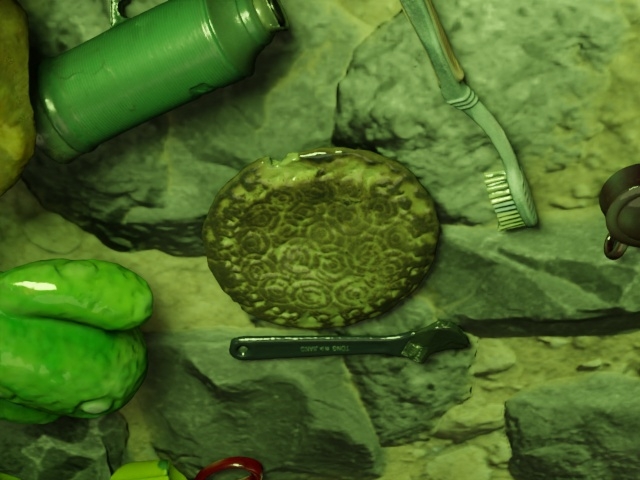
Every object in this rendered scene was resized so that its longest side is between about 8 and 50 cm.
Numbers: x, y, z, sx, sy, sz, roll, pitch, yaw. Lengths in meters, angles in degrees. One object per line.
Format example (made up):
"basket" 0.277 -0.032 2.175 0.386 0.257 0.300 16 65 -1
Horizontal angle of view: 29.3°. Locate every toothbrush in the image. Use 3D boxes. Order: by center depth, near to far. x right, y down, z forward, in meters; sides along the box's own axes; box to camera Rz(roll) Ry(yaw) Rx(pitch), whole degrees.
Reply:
"toothbrush" 0.080 -0.137 0.844 0.037 0.028 0.375 -14 131 22

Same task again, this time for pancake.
"pancake" 0.000 0.001 0.973 0.199 0.021 0.199 0 132 0

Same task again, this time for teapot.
"teapot" 0.247 -0.020 0.936 0.067 0.045 0.100 19 128 -14

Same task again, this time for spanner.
"spanner" 0.024 0.089 1.059 0.208 0.012 0.046 -1 131 2

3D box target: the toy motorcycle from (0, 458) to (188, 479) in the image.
"toy motorcycle" -0.280 0.272 1.145 0.342 0.142 0.206 -1 150 9

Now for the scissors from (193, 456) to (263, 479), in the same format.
"scissors" -0.157 0.281 1.231 0.247 0.017 0.144 -12 130 13

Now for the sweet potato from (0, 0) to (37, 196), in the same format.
"sweet potato" -0.311 -0.166 0.738 0.157 0.158 0.370 -27 127 22

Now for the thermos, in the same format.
"thermos" -0.111 -0.124 0.835 0.187 0.083 0.073 -21 150 17

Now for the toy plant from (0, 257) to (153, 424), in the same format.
"toy plant" -0.270 0.056 0.951 0.224 0.184 0.316 -31 141 31
